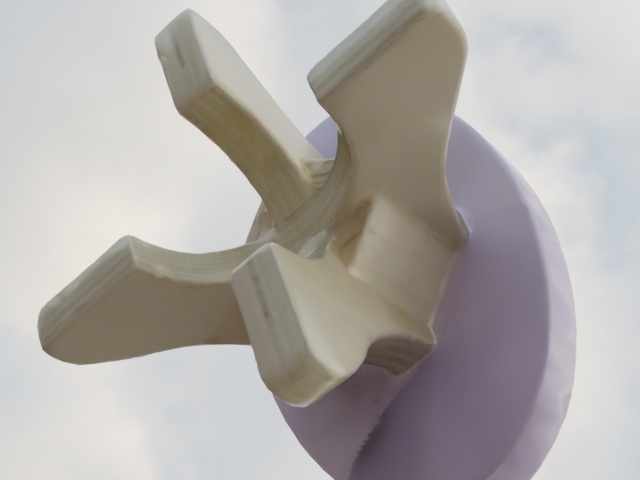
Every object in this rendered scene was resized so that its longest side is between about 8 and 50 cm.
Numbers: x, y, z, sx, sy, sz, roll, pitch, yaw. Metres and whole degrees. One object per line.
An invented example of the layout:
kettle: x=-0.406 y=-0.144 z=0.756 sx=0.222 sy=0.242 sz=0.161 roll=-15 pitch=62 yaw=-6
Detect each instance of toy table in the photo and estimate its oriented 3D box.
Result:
toy table: x=0.000 y=0.000 z=0.664 sx=0.161 sy=0.252 sz=0.274 roll=35 pitch=11 yaw=-41
